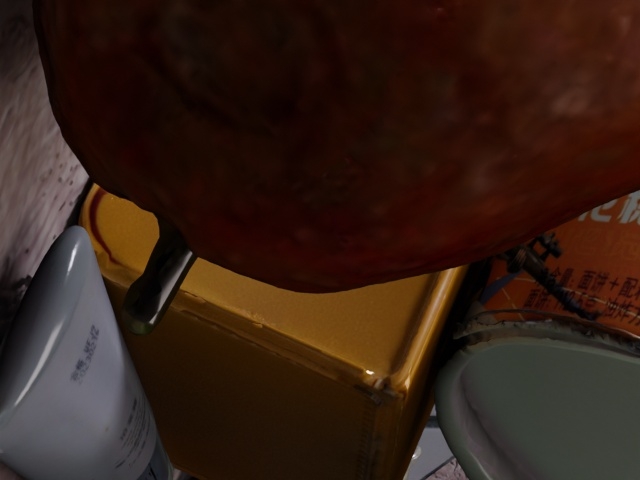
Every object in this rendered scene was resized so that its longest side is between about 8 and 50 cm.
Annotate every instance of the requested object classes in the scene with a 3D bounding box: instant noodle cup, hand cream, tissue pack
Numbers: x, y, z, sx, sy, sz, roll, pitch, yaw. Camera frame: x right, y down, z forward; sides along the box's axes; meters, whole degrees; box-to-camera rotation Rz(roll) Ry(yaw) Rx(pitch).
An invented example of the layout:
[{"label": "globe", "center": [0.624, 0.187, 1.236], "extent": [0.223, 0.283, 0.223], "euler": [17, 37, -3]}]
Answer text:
[{"label": "instant noodle cup", "center": [0.191, 0.027, 0.794], "extent": [0.214, 0.296, 0.296], "euler": [-55, 168, -26]}, {"label": "hand cream", "center": [-0.091, 0.068, 0.764], "extent": [0.255, 0.048, 0.079], "euler": [82, 24, -71]}, {"label": "tissue pack", "center": [0.000, 0.000, 0.854], "extent": [0.274, 0.145, 0.194], "euler": [92, 19, -68]}]

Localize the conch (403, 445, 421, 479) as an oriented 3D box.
[{"label": "conch", "center": [-0.036, 0.240, 1.268], "extent": [0.148, 0.183, 0.275], "euler": [-20, -144, 52]}]

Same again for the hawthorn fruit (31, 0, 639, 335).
[{"label": "hawthorn fruit", "center": [0.018, -0.088, 0.528], "extent": [0.261, 0.224, 0.224], "euler": [-48, 177, 13]}]

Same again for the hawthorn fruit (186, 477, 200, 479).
[{"label": "hawthorn fruit", "center": [-0.039, 0.215, 1.037], "extent": [0.207, 0.207, 0.243], "euler": [-69, 159, 1]}]

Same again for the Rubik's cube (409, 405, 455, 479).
[{"label": "Rubik's cube", "center": [0.089, 0.010, 1.317], "extent": [0.228, 0.229, 0.233], "euler": [-45, -174, -18]}]
